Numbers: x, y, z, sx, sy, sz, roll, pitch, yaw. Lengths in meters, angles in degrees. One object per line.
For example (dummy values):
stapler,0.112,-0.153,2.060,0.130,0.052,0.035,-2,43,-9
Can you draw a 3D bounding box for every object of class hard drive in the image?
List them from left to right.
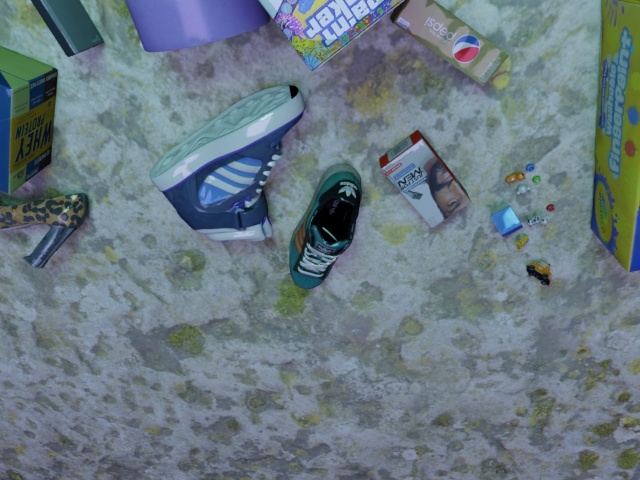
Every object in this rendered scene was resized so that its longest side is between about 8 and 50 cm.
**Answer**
hard drive,-0.401,-0.361,0.683,0.022,0.094,0.135,-15,122,14

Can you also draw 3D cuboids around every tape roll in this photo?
tape roll,-0.172,-0.334,0.631,0.189,0.188,0.080,-8,124,9

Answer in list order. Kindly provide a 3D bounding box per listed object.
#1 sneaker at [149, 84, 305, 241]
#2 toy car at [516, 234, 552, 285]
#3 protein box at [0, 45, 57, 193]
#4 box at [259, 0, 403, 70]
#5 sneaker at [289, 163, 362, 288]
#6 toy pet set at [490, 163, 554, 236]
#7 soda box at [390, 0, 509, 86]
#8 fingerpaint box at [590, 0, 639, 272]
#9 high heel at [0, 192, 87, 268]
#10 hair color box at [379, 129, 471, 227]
sneaker,-0.124,-0.115,0.830,0.323,0.130,0.236,-27,129,15
toy car,0.459,0.040,0.933,0.041,0.060,0.122,-41,125,-8
protein box,-0.594,-0.225,0.763,0.200,0.135,0.201,21,123,-11
box,-0.026,-0.393,0.503,0.177,0.289,0.279,-32,121,20
sneaker,0.000,0.000,0.891,0.108,0.121,0.301,16,124,-7
toy pet set,0.389,-0.062,0.859,0.114,0.065,0.122,-31,117,22
soda box,0.200,-0.320,0.696,0.182,0.061,0.058,28,121,-15
fingerpaint box,0.659,-0.193,0.693,0.372,0.163,0.444,-12,123,11
high heel,-0.619,-0.091,0.911,0.261,0.093,0.186,41,95,-8
hair color box,0.199,-0.114,0.843,0.093,0.053,0.167,-36,116,23
